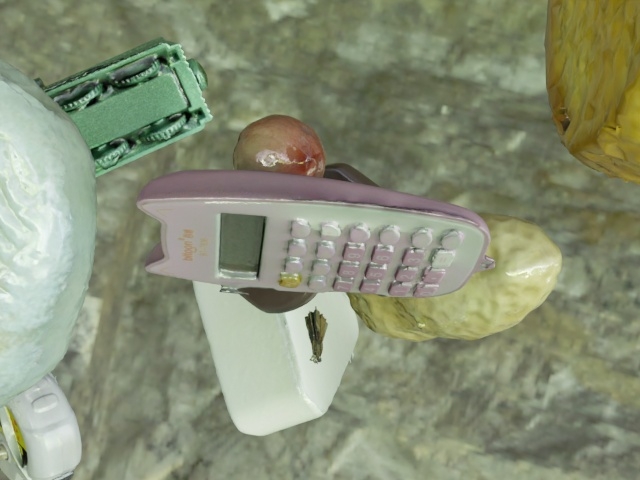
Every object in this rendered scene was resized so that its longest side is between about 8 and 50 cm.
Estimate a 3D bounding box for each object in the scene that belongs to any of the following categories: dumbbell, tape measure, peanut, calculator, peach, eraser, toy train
[{"bbox_3d":[-0.015,-0.007,1.288,0.140,0.124,0.225,37,-153,13],"label":"dumbbell"},{"bbox_3d":[-0.462,0.305,1.778,0.120,0.236,0.197,-19,-149,-34],"label":"tape measure"},{"bbox_3d":[0.133,0.038,1.156,0.149,0.149,0.313,11,170,-20],"label":"peanut"},{"bbox_3d":[0.000,-0.001,0.910,0.294,0.043,0.194,6,155,-3],"label":"calculator"},{"bbox_3d":[-0.035,-0.072,0.964,0.083,0.083,0.083,13,-173,-2],"label":"peach"},{"bbox_3d":[-0.081,0.106,1.731,0.150,0.331,0.331,-19,175,21],"label":"eraser"},{"bbox_3d":[-0.313,-0.174,1.477,0.330,0.138,0.178,-24,-152,-3],"label":"toy train"}]

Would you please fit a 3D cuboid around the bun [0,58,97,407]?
[{"bbox_3d":[-0.341,-0.016,0.915,0.354,0.354,0.194,13,-167,-1],"label":"bun"}]

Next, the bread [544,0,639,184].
[{"bbox_3d":[0.236,-0.182,0.490,0.215,0.398,0.398,10,-173,-1],"label":"bread"}]

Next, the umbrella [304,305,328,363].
[{"bbox_3d":[-0.005,0.111,1.293,0.031,0.020,0.083,45,-154,-37],"label":"umbrella"}]
